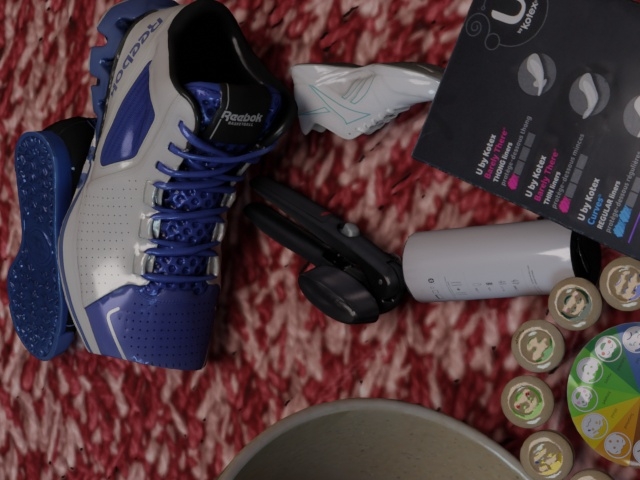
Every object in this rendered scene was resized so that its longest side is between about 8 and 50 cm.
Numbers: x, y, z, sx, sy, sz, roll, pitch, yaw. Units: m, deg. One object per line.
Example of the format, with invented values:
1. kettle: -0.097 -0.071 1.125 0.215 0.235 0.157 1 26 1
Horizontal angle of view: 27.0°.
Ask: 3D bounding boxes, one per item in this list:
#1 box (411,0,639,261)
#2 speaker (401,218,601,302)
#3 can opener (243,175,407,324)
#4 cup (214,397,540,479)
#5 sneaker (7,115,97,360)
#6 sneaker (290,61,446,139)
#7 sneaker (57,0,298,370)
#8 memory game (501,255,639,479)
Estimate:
1. box: 0.223 -0.060 0.826 0.270 0.165 0.143 27 102 33
2. speaker: 0.129 0.015 0.954 0.136 0.055 0.055 -6 83 35
3. can opener: 0.000 0.000 1.046 0.186 0.073 0.059 44 119 39
4. cup: 0.008 0.302 0.889 0.237 0.331 0.331 -44 62 47
5. sneaker: -0.222 -0.001 1.194 0.081 0.090 0.232 31 125 32
6. sneaker: 0.042 -0.109 1.032 0.152 0.053 0.061 4 98 41
7. sneaker: -0.113 -0.055 1.054 0.182 0.127 0.316 -4 83 58
8. memory game: 0.211 0.104 0.882 0.186 0.012 0.186 1 92 17
